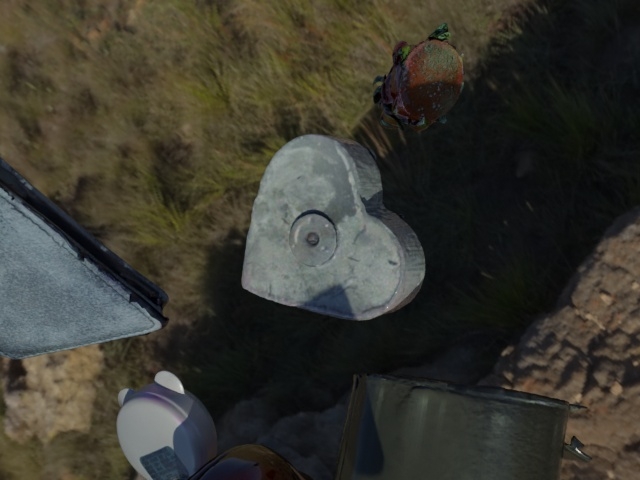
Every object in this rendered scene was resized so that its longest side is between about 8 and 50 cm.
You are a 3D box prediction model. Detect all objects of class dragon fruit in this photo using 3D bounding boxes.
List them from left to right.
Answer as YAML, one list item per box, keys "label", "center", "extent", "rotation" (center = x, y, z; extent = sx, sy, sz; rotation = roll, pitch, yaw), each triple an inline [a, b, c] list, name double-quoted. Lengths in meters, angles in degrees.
- label: "dragon fruit"
  center: [0.135, -0.230, 1.197]
  extent: [0.175, 0.138, 0.142]
  rotation: [-18, 38, 53]

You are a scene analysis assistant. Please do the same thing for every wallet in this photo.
- label: "wallet"
  center: [-0.234, 0.021, 0.594]
  extent: [0.167, 0.222, 0.036]
  rotation: [-13, 51, 22]

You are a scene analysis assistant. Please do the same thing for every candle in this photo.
- label: "candle"
  center: [0.000, 0.000, 0.771]
  extent: [0.168, 0.068, 0.192]
  rotation: [-35, 74, 22]

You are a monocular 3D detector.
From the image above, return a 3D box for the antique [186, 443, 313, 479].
- label: "antique"
  center: [-0.119, 0.419, 1.189]
  extent: [0.129, 0.278, 0.224]
  rotation: [14, 91, 45]

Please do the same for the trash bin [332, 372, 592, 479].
- label: "trash bin"
  center: [0.095, 0.271, 0.689]
  extent: [0.252, 0.203, 0.302]
  rotation: [13, 80, -8]

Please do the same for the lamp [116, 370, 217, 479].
- label: "lamp"
  center: [-0.237, 0.339, 1.319]
  extent: [0.179, 0.108, 0.246]
  rotation: [-28, 88, 38]
